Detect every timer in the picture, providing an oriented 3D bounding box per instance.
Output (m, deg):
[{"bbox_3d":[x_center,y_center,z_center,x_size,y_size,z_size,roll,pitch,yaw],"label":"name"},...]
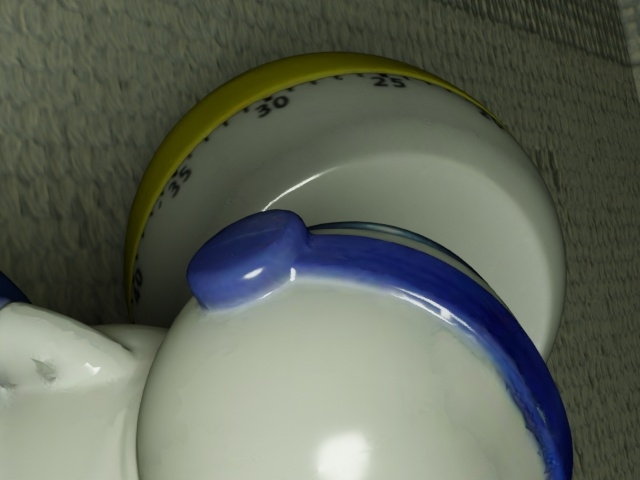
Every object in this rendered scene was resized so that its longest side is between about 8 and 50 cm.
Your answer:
[{"bbox_3d":[0.000,0.000,0.917,0.285,0.285,0.285,36,47,-51],"label":"timer"},{"bbox_3d":[-0.095,0.092,0.517,0.270,0.384,0.270,36,47,-51],"label":"timer"}]
